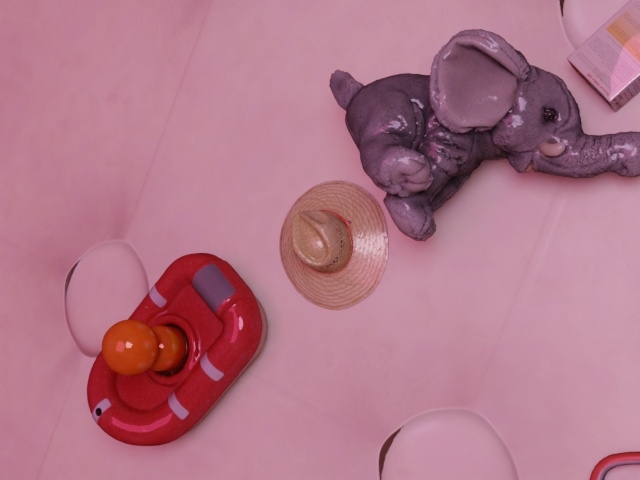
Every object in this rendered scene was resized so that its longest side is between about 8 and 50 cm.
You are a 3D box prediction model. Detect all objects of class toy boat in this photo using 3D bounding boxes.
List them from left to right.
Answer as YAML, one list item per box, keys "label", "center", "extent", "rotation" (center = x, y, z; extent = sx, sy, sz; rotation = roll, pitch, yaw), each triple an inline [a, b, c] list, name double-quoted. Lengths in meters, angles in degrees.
- label: "toy boat"
  center: [-0.179, 0.121, 0.935]
  extent: [0.231, 0.151, 0.151]
  rotation: [-51, 61, 14]

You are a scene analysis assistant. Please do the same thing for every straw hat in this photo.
- label: "straw hat"
  center: [0.000, 0.000, 0.904]
  extent: [0.145, 0.061, 0.144]
  rotation: [-5, 80, 30]

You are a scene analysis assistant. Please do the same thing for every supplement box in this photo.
- label: "supplement box"
  center: [0.286, -0.176, 0.780]
  extent: [0.098, 0.036, 0.062]
  rotation: [-42, 64, 18]

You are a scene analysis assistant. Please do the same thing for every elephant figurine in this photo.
- label: "elephant figurine"
  center: [0.157, -0.114, 0.798]
  extent: [0.239, 0.186, 0.169]
  rotation: [-29, 25, 12]

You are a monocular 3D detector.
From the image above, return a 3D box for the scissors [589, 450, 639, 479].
- label: "scissors"
  center: [0.366, 0.230, 0.677]
  extent: [0.297, 0.021, 0.108]
  rotation: [-3, 80, 30]
